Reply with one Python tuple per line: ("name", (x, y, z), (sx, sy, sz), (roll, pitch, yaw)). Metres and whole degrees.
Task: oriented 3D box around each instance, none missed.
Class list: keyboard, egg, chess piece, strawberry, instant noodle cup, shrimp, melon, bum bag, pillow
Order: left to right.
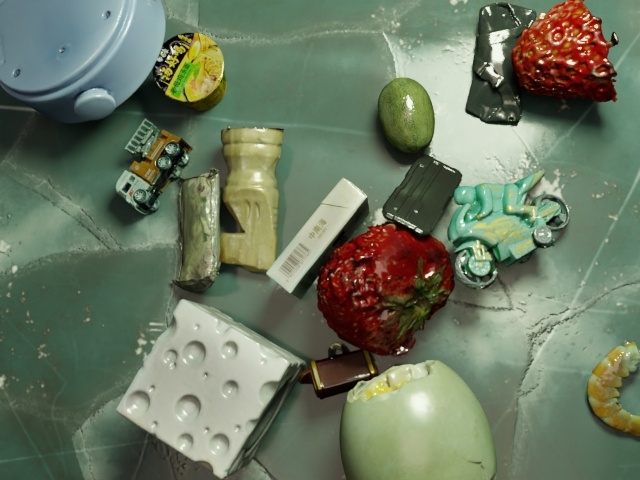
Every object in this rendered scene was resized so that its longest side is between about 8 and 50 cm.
("instant noodle cup", (-0.266, -0.350, 1.674), (0.151, 0.122, 0.152), (-1, 84, 6))
("pillow", (-0.245, -0.020, 1.628), (0.059, 0.169, 0.255), (6, 79, -35))
("chess piece", (-0.142, -0.083, 1.634), (0.137, 0.137, 0.301), (0, 92, 6))
("strawberry", (0.109, 0.079, 1.533), (0.274, 0.274, 0.220), (-52, 44, -3))
("melon", (0.177, -0.262, 1.620), (0.114, 0.114, 0.168), (-15, 81, 3))
("egg", (0.182, 0.400, 1.437), (0.278, 0.278, 0.336), (-19, 85, 3))
("keyboard", (0.203, -0.094, 1.551), (0.106, 0.262, 0.016), (29, 130, 8))
("bum bag", (0.377, -0.372, 1.642), (0.123, 0.060, 0.249), (7, 84, 3))
("strawberry", (0.474, -0.350, 1.551), (0.178, 0.234, 0.234), (-20, 80, 10))
("shrimp", (0.605, 0.294, 1.527), (0.166, 0.049, 0.161), (38, 90, 8))

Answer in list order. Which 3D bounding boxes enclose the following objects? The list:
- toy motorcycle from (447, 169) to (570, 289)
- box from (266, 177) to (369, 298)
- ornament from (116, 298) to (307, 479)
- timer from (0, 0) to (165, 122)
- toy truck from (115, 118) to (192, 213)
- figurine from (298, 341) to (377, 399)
("toy motorcycle", (0.353, -0.036, 1.558), (0.296, 0.109, 0.198), (-27, 77, -21))
("box", (0.000, 0.000, 1.579), (0.067, 0.155, 0.243), (38, 86, 9))
("ornament", (-0.197, 0.279, 1.511), (0.239, 0.239, 0.240), (29, 85, 9))
("timer", (-0.500, -0.413, 1.651), (0.394, 0.173, 0.395), (-7, 70, 20))
("toy truck", (-0.367, -0.155, 1.676), (0.115, 0.080, 0.178), (31, 85, 14))
("figurine", (0.029, 0.254, 1.571), (0.154, 0.082, 0.098), (-13, 69, -3))
